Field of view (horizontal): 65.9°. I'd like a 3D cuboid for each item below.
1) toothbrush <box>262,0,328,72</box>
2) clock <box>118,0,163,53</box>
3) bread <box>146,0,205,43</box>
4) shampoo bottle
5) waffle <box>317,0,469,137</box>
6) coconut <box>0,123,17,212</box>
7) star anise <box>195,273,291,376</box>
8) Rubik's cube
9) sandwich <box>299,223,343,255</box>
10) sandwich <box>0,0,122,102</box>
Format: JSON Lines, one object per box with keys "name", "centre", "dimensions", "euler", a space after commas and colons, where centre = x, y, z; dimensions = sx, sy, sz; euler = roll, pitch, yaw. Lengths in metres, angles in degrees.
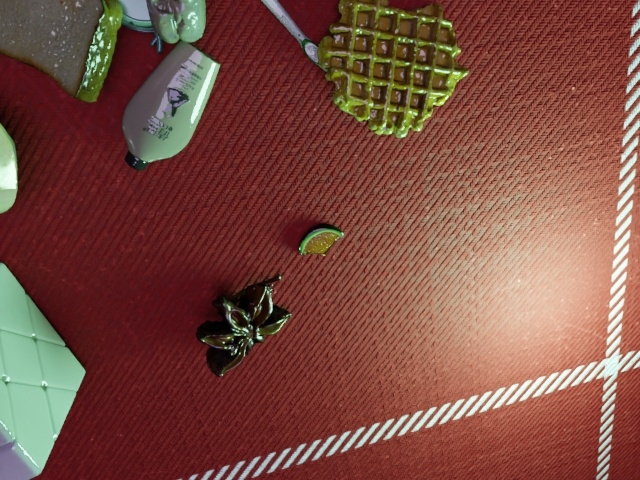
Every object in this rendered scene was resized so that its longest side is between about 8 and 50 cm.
{"name": "toothbrush", "centre": [-0.019, -0.376, 0.969], "dimensions": [0.030, 0.030, 0.304], "euler": [-43, 113, 6]}
{"name": "clock", "centre": [-0.305, -0.443, 0.861], "dimensions": [0.159, 0.066, 0.211], "euler": [-31, 114, 1]}
{"name": "bread", "centre": [-0.235, -0.475, 0.734], "dimensions": [0.102, 0.183, 0.337], "euler": [-3, 111, -3]}
{"name": "shampoo bottle", "centre": [-0.291, -0.245, 0.932], "dimensions": [0.127, 0.078, 0.257], "euler": [28, 106, -31]}
{"name": "waffle", "centre": [0.147, -0.360, 0.982], "dimensions": [0.301, 0.058, 0.281], "euler": [28, 94, -21]}
{"name": "coconut", "centre": [-0.635, -0.136, 0.819], "dimensions": [0.239, 0.244, 0.239], "euler": [9, 110, 27]}
{"name": "star anise", "centre": [-0.177, 0.189, 1.104], "dimensions": [0.220, 0.126, 0.190], "euler": [-23, 117, -34]}
{"name": "Rubik's cube", "centre": [-0.694, 0.283, 0.914], "dimensions": [0.316, 0.322, 0.319], "euler": [-26, 112, -1]}
{"name": "sandwich", "centre": [-0.005, 0.000, 1.118], "dimensions": [0.069, 0.026, 0.101], "euler": [36, 103, -26]}
{"name": "sandwich", "centre": [-0.452, -0.358, 0.821], "dimensions": [0.214, 0.065, 0.186], "euler": [25, 104, 4]}
